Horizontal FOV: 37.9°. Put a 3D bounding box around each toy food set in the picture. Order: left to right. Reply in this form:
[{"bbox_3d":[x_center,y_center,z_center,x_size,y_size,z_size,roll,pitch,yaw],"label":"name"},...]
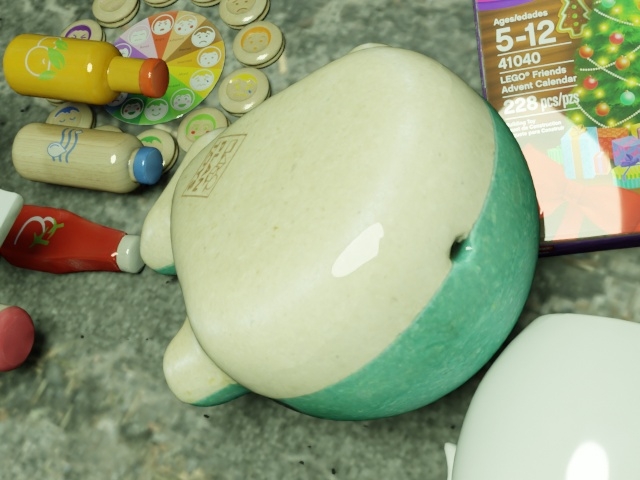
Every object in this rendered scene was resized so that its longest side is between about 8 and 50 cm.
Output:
[{"bbox_3d":[-0.168,-0.009,0.560,0.104,0.111,0.232,8,58,19],"label":"toy food set"}]

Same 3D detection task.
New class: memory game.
[{"bbox_3d":[-0.115,-0.126,0.661,0.186,0.012,0.186,-7,63,14],"label":"memory game"}]

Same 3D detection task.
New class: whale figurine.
[{"bbox_3d":[0.000,0.000,0.495,0.272,0.141,0.216,8,66,58],"label":"whale figurine"}]

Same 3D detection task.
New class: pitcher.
[{"bbox_3d":[0.092,0.139,0.417,0.177,0.125,0.207,7,76,38],"label":"pitcher"}]

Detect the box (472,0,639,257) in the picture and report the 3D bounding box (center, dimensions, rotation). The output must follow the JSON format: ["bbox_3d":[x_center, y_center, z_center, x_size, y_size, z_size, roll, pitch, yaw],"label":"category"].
[{"bbox_3d":[0.232,-0.106,0.490,0.293,0.057,0.201,-7,80,13],"label":"box"}]
